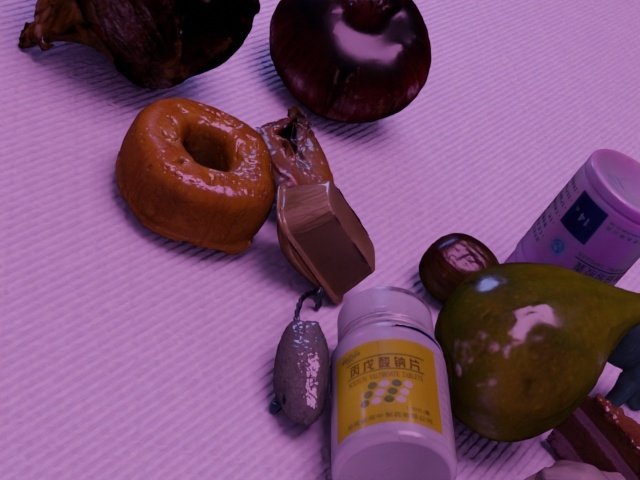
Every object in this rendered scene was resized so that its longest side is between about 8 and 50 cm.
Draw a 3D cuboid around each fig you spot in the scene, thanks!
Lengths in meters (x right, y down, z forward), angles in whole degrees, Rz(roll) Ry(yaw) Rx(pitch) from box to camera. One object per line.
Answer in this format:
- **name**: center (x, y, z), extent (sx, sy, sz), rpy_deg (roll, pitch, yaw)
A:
- **fig**: center (0.286, 0.147, 1.553), extent (0.314, 0.233, 0.233), rpy_deg (9, 41, -31)
- **fig**: center (0.214, 0.059, 1.725), extent (0.109, 0.103, 0.154), rpy_deg (-41, 88, -18)

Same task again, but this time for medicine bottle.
- **medicine bottle**: center (0.390, 0.004, 1.792), extent (0.152, 0.254, 0.152), rpy_deg (22, 36, -17)
- **medicine bottle**: center (0.081, 0.183, 1.422), extent (0.143, 0.143, 0.258), rpy_deg (22, 35, -17)

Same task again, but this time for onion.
- **onion**: center (0.056, -0.330, 1.924), extent (0.273, 0.285, 0.273), rpy_deg (8, 59, -14)

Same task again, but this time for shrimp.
- **shrimp**: center (-0.046, -0.131, 1.750), extent (0.152, 0.063, 0.287), rpy_deg (36, 25, -32)

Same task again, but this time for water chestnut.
- **water chestnut**: center (-0.274, -0.366, 1.703), extent (0.335, 0.347, 0.335), rpy_deg (-24, 90, -88)

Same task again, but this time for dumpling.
- **dumpling**: center (0.295, 0.319, 1.475), extent (0.127, 0.108, 0.188), rpy_deg (27, 45, 33)

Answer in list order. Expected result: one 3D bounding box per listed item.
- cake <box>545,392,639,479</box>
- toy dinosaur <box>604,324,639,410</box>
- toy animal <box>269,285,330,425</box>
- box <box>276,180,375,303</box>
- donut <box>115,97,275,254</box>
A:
- **cake**: center (0.414, 0.326, 1.541), extent (0.295, 0.116, 0.113), rpy_deg (44, 35, 15)
- **toy dinosaur**: center (0.434, 0.092, 1.654), extent (0.383, 0.331, 0.129), rpy_deg (28, 32, -12)
- **toy animal**: center (-0.021, 0.125, 1.464), extent (0.070, 0.079, 0.253), rpy_deg (16, 35, -11)
- **box**: center (0.000, 0.000, 1.592), extent (0.177, 0.111, 0.111), rpy_deg (54, 23, -32)
- **donut**: center (-0.161, -0.087, 1.579), extent (0.227, 0.114, 0.226), rpy_deg (21, 38, -17)
